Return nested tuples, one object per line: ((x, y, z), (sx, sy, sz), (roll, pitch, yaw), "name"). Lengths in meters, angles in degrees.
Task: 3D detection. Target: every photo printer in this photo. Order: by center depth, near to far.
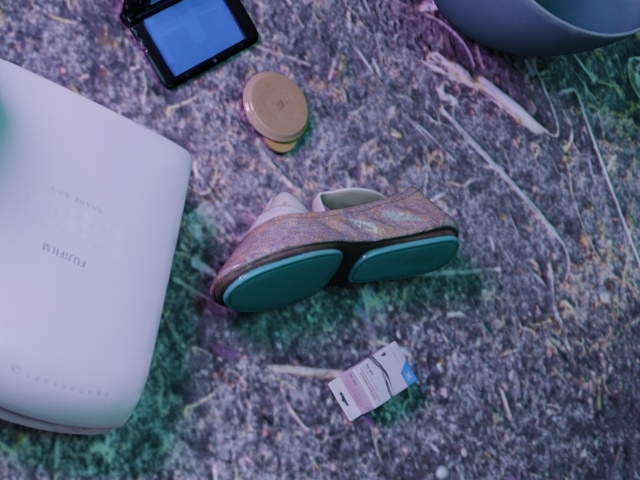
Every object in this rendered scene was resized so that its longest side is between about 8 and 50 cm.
((-0.258, 0.014, 1.701), (0.256, 0.107, 0.307), (26, 59, -29), "photo printer")

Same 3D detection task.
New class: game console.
((-0.125, -0.248, 1.918), (0.085, 0.124, 0.144), (40, 49, 19), "game console")

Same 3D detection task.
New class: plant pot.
((0.229, -0.325, 2.108), (0.290, 0.195, 0.290), (12, 66, -29), "plant pot")

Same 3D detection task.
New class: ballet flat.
((0.000, 0.000, 1.903), (0.316, 0.107, 0.106), (-8, 56, -40), "ballet flat")

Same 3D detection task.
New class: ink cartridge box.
((0.054, 0.144, 1.910), (0.083, 0.028, 0.048), (-31, 89, -37), "ink cartridge box")

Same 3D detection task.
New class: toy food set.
((-0.046, -0.139, 1.963), (0.083, 0.020, 0.082), (43, 54, -11), "toy food set")
